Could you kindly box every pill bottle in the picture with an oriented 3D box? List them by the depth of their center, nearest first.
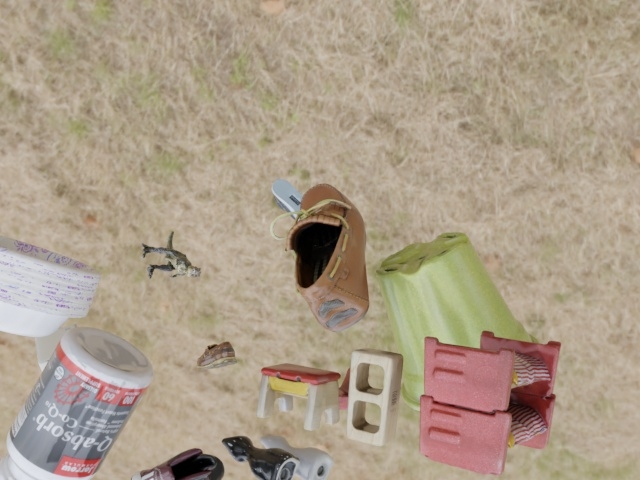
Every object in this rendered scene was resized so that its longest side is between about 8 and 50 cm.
[{"bbox_3d":[-0.531,0.386,1.452,0.210,0.210,0.362,28,96,-21],"label":"pill bottle"}]

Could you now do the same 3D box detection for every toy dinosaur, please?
[{"bbox_3d":[-0.401,0.046,1.779,0.118,0.268,0.064,-6,118,-29],"label":"toy dinosaur"}]

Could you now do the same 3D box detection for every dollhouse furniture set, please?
[{"bbox_3d":[0.120,0.197,0.961,0.374,0.152,0.201,4,178,33],"label":"dollhouse furniture set"}]

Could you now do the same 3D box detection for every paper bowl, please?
[{"bbox_3d":[-0.563,0.081,1.244,0.284,0.148,0.284,20,175,2],"label":"paper bowl"}]

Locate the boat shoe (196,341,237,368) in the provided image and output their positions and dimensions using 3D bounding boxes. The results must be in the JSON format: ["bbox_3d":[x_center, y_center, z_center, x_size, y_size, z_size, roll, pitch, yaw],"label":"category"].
[{"bbox_3d":[-0.266,0.294,1.732,0.064,0.060,0.178,0,166,-34],"label":"boat shoe"}]

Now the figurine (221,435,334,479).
[{"bbox_3d":[-0.107,0.531,1.676,0.210,0.092,0.215,15,178,42],"label":"figurine"}]

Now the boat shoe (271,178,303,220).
[{"bbox_3d":[-0.051,-0.079,1.731,0.183,0.065,0.083,47,170,9],"label":"boat shoe"}]

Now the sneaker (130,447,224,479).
[{"bbox_3d":[-0.265,0.511,1.495,0.163,0.106,0.281,-33,160,22],"label":"sneaker"}]

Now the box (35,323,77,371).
[{"bbox_3d":[-0.725,0.417,1.996,0.121,0.148,0.311,-18,122,-17],"label":"box"}]

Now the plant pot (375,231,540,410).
[{"bbox_3d":[0.232,0.132,1.254,0.276,0.276,0.253,-18,101,32],"label":"plant pot"}]

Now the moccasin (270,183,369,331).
[{"bbox_3d":[-0.003,0.002,1.245,0.139,0.380,0.147,-30,120,23],"label":"moccasin"}]
